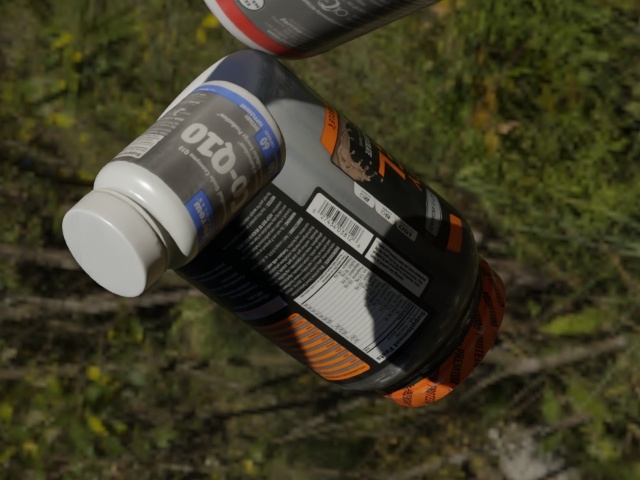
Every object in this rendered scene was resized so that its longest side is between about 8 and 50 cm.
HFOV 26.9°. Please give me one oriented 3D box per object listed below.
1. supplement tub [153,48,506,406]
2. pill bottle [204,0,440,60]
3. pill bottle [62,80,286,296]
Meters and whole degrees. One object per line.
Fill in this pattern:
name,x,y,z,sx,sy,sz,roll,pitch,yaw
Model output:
supplement tub,0.000,0.000,1.229,0.207,0.338,0.207,-39,28,26
pill bottle,0.066,-0.304,1.150,0.363,0.210,0.210,-17,58,44
pill bottle,-0.089,-0.032,0.821,0.137,0.078,0.078,-47,-22,-35
